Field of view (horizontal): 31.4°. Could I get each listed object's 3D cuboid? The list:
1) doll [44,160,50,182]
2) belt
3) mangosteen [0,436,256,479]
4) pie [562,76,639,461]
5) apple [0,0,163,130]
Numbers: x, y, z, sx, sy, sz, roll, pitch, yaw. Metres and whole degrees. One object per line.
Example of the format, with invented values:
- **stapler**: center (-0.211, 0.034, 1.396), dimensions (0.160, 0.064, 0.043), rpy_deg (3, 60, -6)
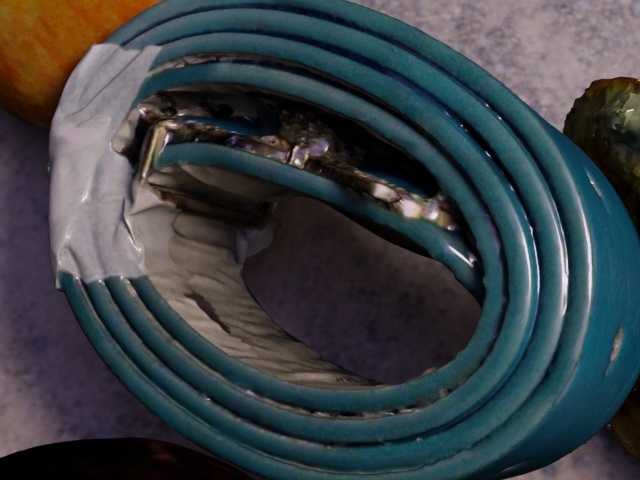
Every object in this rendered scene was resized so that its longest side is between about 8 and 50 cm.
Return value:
- **doll**: center (-0.175, -0.004, 0.947), dimensions (0.115, 0.077, 0.150), rpy_deg (-7, 65, -54)
- **belt**: center (0.001, 0.000, 0.779), dimensions (0.436, 0.173, 0.300), rpy_deg (27, 93, 33)
- **mangosteen**: center (-0.109, 0.325, 0.645), dimensions (0.435, 0.382, 0.382), rpy_deg (34, 70, 24)
- **pie**: center (0.259, 0.046, 0.830), dimensions (0.103, 0.288, 0.355), rpy_deg (-21, 74, -11)
- **apple**: center (-0.198, -0.241, 0.939), dimensions (0.301, 0.301, 0.302), rpy_deg (1, 68, -2)
